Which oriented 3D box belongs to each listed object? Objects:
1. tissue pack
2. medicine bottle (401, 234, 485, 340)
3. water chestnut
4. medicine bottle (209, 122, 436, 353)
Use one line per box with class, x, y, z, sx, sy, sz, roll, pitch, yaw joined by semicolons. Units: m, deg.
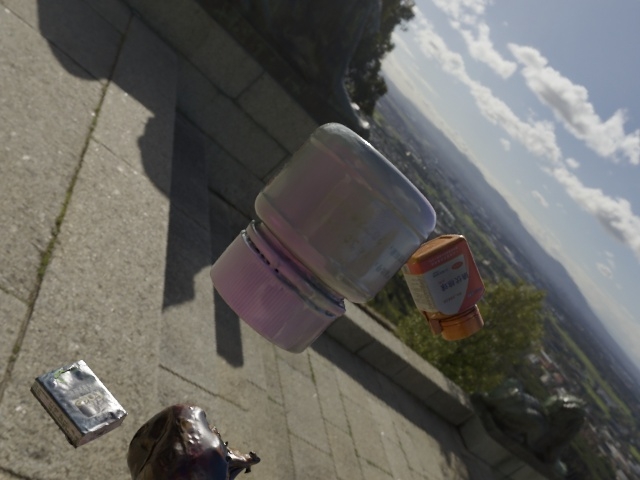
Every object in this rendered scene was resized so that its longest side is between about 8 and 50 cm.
tissue pack;-0.705;0.472;1.659;0.235;0.073;0.173;42;22;18
medicine bottle;0.296;0.112;1.332;0.222;0.149;0.112;67;-14;-7
water chestnut;-0.332;0.601;1.504;0.335;0.346;0.336;169;-90;-76
medicine bottle;0.000;0.000;0.881;0.241;0.302;0.241;42;4;-4
